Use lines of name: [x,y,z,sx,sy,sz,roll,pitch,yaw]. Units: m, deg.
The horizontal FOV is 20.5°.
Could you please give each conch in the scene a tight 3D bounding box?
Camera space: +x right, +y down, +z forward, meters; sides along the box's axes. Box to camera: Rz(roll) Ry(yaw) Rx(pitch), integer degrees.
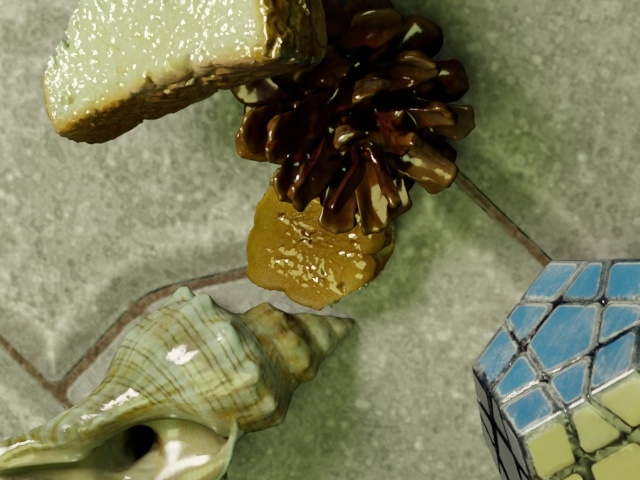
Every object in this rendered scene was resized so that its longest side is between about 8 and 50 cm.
conch: [-0.146,0.161,1.756,0.386,0.169,0.203,-23,97,7]

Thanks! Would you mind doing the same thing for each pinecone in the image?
pinecone: [0.030,-0.117,1.594,0.229,0.201,0.202,24,121,-13]

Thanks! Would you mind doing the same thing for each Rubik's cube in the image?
Rubik's cube: [0.289,0.157,1.573,0.319,0.319,0.264,-32,124,23]

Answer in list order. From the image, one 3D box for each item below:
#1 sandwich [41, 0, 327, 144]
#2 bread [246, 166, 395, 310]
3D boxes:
sandwich: [-0.133,-0.236,1.546,0.288,0.100,0.254,-19,82,36]
bread: [0.000,0.000,1.711,0.140,0.069,0.128,15,113,12]
